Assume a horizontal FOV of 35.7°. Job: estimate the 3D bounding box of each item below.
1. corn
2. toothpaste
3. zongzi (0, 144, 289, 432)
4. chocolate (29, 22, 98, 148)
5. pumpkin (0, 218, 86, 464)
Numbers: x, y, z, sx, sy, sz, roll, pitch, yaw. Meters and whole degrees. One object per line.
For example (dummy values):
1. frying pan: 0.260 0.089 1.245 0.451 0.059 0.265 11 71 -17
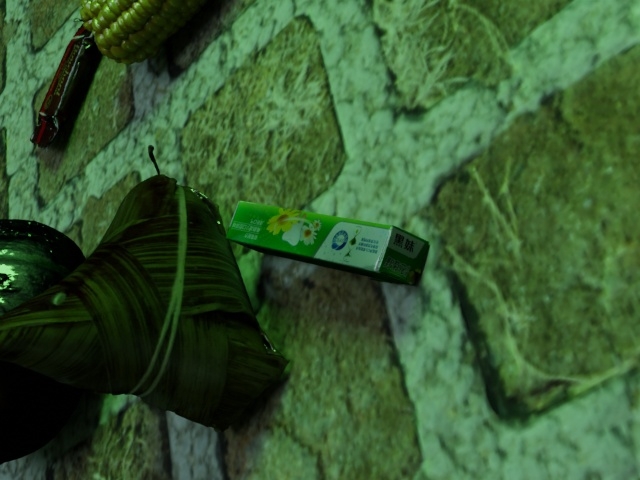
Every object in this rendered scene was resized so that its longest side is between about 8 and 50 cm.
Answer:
1. corn: -0.121 -0.296 0.958 0.313 0.102 0.102 -45 46 24
2. toothpaste: 0.000 0.000 0.739 0.178 0.043 0.037 11 78 49
3. zongzi: -0.165 0.013 0.759 0.111 0.241 0.248 -47 45 23
4. chocolate: -0.286 -0.189 1.145 0.086 0.028 0.183 12 81 56
5. pumpkin: -0.302 0.092 0.932 0.233 0.163 0.233 -38 40 41
